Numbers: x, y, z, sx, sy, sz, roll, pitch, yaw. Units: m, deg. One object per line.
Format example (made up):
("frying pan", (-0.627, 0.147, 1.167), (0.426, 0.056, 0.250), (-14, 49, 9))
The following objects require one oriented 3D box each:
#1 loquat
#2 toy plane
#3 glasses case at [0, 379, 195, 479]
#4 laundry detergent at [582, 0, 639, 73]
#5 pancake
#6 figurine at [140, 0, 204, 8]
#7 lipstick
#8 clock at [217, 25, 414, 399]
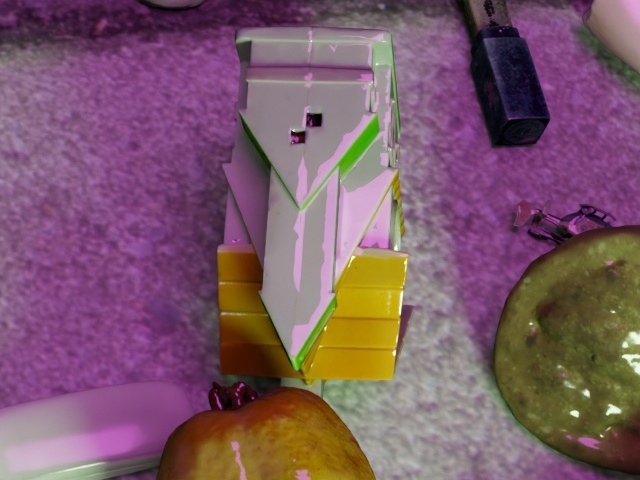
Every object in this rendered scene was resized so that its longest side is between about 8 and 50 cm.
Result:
("loquat", (-0.045, 0.221, 1.563), (0.187, 0.176, 0.234), (-18, 72, -12))
("toy plane", (0.247, -0.012, 1.866), (0.121, 0.031, 0.049), (24, 66, -4))
("glasses case", (-0.201, 0.167, 1.628), (0.193, 0.049, 0.074), (-9, 64, -21))
("laundry detergent", (0.439, -0.176, 1.977), (0.335, 0.088, 0.159), (39, 63, 8))
("pancake", (0.269, 0.105, 1.706), (0.242, 0.242, 0.050), (38, 24, 8))
("figurine", (-0.186, -0.360, 1.885), (0.250, 0.141, 0.166), (38, 57, 8))
("lipstick", (0.168, -0.240, 1.966), (0.051, 0.051, 0.312), (-5, 60, -16))
("clock", (0.000, 0.000, 1.680), (0.166, 0.235, 0.309), (2, 71, 6))
